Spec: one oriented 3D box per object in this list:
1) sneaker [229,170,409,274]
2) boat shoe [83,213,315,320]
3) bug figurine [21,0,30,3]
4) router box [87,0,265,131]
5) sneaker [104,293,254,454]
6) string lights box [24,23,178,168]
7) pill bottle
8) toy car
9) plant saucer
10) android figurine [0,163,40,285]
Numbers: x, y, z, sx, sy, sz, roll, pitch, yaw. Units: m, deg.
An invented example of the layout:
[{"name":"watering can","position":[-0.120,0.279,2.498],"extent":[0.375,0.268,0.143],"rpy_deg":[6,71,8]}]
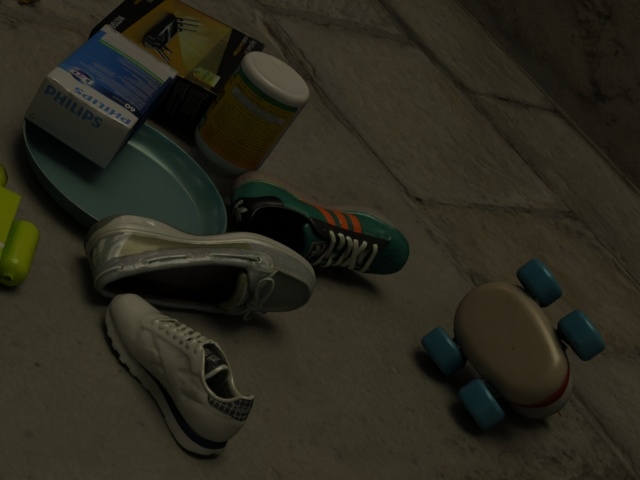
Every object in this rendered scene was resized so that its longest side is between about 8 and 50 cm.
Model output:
[{"name":"sneaker","position":[0.000,0.000,1.865],"extent":[0.302,0.108,0.121],"rpy_deg":[20,31,-16]},{"name":"boat shoe","position":[-0.147,0.051,1.583],"extent":[0.320,0.118,0.103],"rpy_deg":[15,39,-31]},{"name":"bug figurine","position":[-0.484,-0.492,2.096],"extent":[0.216,0.072,0.279],"rpy_deg":[36,30,11]},{"name":"router box","position":[-0.242,-0.306,2.054],"extent":[0.243,0.081,0.309],"rpy_deg":[27,27,-5]},{"name":"sneaker","position":[-0.162,0.137,1.437],"extent":[0.235,0.095,0.090],"rpy_deg":[48,29,24]},{"name":"string lights box","position":[-0.306,-0.211,1.754],"extent":[0.133,0.077,0.259],"rpy_deg":[34,26,-6]},{"name":"pill bottle","position":[-0.118,-0.174,1.873],"extent":[0.117,0.208,0.117],"rpy_deg":[29,27,-17]},{"name":"toy car","position":[0.312,0.190,1.891],"extent":[0.210,0.219,0.238],"rpy_deg":[56,2,35]},{"name":"plant saucer","position":[-0.276,-0.083,1.716],"extent":[0.317,0.043,0.317],"rpy_deg":[28,27,-16]},{"name":"android figurine","position":[-0.440,-0.030,1.405],"extent":[0.248,0.056,0.273],"rpy_deg":[28,27,-19]}]
